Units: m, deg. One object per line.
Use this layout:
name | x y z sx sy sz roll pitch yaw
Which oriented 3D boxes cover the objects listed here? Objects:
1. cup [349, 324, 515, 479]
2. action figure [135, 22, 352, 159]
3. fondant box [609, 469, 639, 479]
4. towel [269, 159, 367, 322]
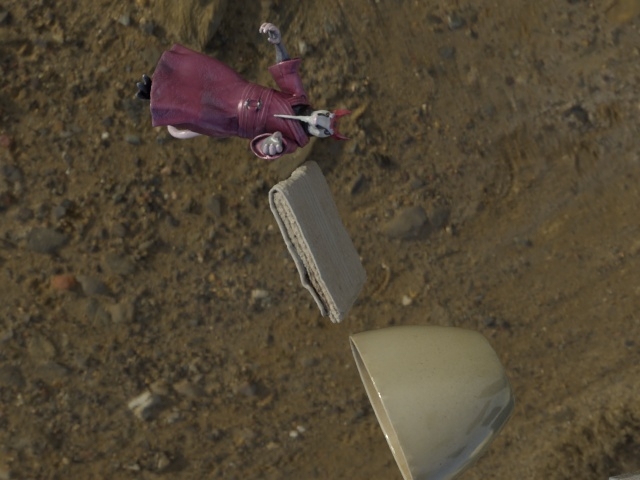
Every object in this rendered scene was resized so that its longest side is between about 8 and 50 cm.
cup | 0.223 0.291 1.351 0.237 0.331 0.331 -22 128 -5
action figure | -0.128 -0.218 1.274 0.370 0.248 0.276 15 156 1
fondant box | 0.823 0.552 1.522 0.330 0.096 0.238 1 176 -30
towel | 0.000 0.000 1.339 0.049 0.187 0.282 -16 106 26
